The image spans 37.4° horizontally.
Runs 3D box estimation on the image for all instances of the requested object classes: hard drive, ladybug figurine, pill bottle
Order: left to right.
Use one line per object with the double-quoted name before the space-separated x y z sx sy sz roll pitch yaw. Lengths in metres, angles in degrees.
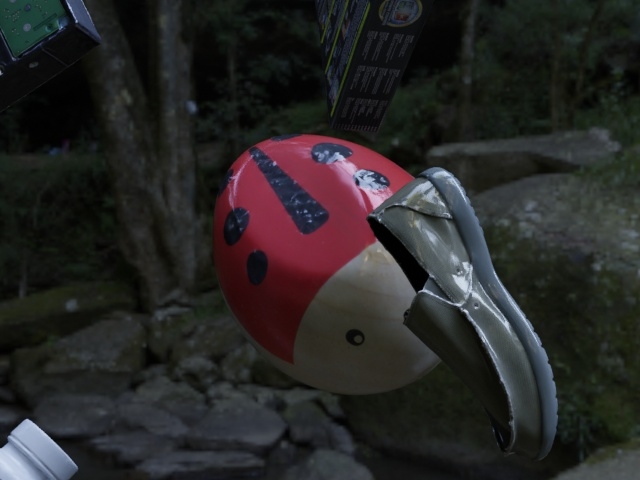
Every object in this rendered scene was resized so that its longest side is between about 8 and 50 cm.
"hard drive" -0.425 -0.220 1.011 0.339 0.237 0.064 -32 -16 9
"pill bottle" -0.352 0.283 1.006 0.180 0.108 0.108 -46 19 -23
"ladybug figurine" 0.000 0.000 1.207 0.449 0.305 0.162 44 -9 44

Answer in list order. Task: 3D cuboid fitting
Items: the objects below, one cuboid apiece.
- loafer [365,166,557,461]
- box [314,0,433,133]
"loafer" 0.108 0.065 0.767 0.087 0.251 0.094 -19 -20 -12
"box" 0.057 -0.282 0.999 0.060 0.216 0.270 2 -35 -14
